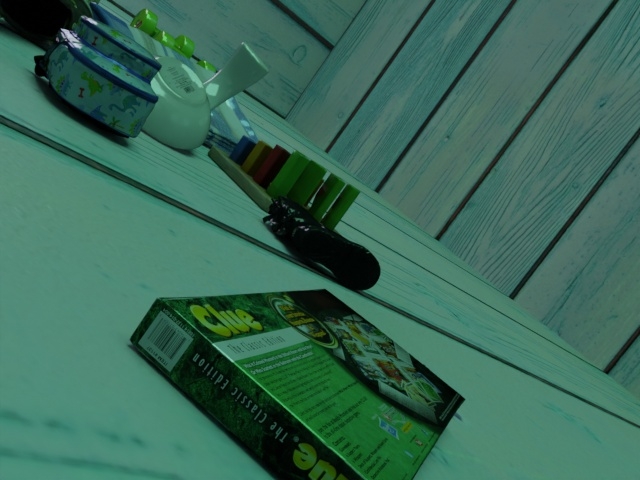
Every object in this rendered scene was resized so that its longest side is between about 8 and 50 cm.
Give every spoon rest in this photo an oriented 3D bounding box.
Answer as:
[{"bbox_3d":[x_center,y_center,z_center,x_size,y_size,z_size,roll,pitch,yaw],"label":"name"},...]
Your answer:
[{"bbox_3d":[-0.163,-0.187,0.924,0.137,0.084,0.276,50,32,-1],"label":"spoon rest"}]

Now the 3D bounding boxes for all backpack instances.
[{"bbox_3d":[-0.204,-0.156,0.692,0.105,0.084,0.114,27,14,-36],"label":"backpack"}]

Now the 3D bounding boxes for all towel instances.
[{"bbox_3d":[-0.194,-0.218,1.061,0.285,0.034,0.209,21,34,-58],"label":"towel"}]

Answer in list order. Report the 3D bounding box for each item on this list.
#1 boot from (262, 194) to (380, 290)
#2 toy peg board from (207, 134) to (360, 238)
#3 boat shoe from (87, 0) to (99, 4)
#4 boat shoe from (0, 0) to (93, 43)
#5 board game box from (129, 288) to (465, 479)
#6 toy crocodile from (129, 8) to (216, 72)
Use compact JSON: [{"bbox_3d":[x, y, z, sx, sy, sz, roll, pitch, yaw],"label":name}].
[{"bbox_3d":[0.000,0.001,0.786,0.121,0.045,0.099,30,7,-33],"label":"boot"},{"bbox_3d":[-0.037,-0.081,0.961,0.161,0.079,0.160,28,11,-45],"label":"toy peg board"},{"bbox_3d":[-0.490,-0.499,1.389,0.285,0.089,0.104,45,-3,33],"label":"boat shoe"},{"bbox_3d":[-0.330,-0.270,0.869,0.068,0.081,0.228,63,6,11],"label":"boat shoe"},{"bbox_3d":[0.010,0.079,0.426,0.136,0.030,0.260,40,9,15],"label":"board game box"},{"bbox_3d":[-0.281,-0.321,1.315,0.115,0.105,0.340,30,15,-38],"label":"toy crocodile"}]
